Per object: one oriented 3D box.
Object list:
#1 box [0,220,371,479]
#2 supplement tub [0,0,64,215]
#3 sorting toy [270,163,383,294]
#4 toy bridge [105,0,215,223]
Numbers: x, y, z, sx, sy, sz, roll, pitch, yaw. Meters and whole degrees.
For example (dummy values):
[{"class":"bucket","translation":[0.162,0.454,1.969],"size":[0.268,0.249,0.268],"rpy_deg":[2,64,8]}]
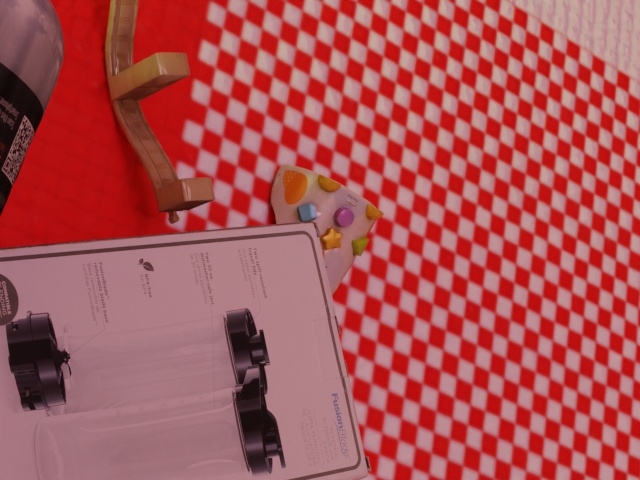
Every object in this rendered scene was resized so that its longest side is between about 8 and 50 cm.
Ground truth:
[{"class":"box","translation":[-0.117,0.086,1.003],"size":[0.290,0.087,0.169],"rpy_deg":[-7,81,-41]},{"class":"supplement tub","translation":[-0.268,0.011,0.790],"size":[0.207,0.207,0.338],"rpy_deg":[28,74,-31]},{"class":"sorting toy","translation":[0.000,0.000,1.170],"size":[0.083,0.045,0.075],"rpy_deg":[30,78,-30]},{"class":"toy bridge","translation":[-0.109,-0.103,1.086],"size":[0.026,0.063,0.188],"rpy_deg":[-4,80,-41]}]
